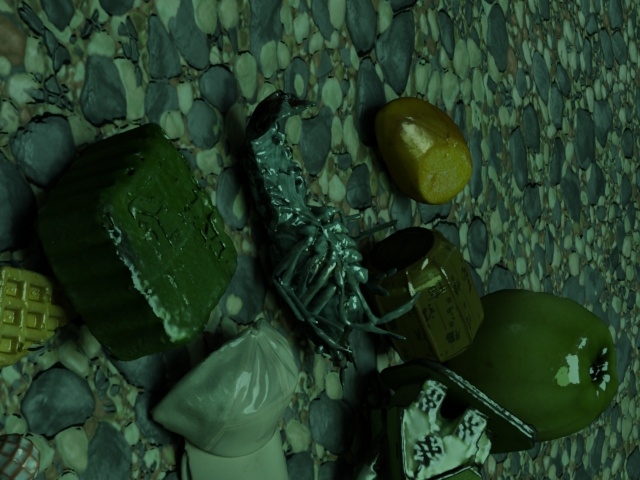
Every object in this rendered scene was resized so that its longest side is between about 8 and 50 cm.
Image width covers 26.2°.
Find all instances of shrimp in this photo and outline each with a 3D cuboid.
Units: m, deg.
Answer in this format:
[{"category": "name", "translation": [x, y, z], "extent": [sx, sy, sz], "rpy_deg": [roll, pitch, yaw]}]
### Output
[{"category": "shrimp", "translation": [-0.002, 0.003, 1.779], "extent": [0.410, 0.166, 0.221], "rpy_deg": [62, 39, -15]}]

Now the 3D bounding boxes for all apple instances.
[{"category": "apple", "translation": [0.339, 0.205, 2.246], "extent": [0.279, 0.279, 0.279], "rpy_deg": [11, 77, -59]}]

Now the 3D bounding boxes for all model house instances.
[{"category": "model house", "translation": [0.136, 0.341, 1.945], "extent": [0.218, 0.205, 0.279], "rpy_deg": [35, 70, -9]}]

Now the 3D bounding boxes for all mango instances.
[{"category": "mango", "translation": [0.146, -0.142, 2.093], "extent": [0.217, 0.102, 0.141], "rpy_deg": [36, 80, -49]}]

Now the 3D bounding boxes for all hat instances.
[{"category": "hat", "translation": [-0.076, 0.222, 1.636], "extent": [0.226, 0.164, 0.219], "rpy_deg": [59, 36, -4]}]

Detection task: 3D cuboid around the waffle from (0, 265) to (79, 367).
[{"category": "waffle", "translation": [-0.278, 0.094, 1.406], "extent": [0.191, 0.032, 0.125], "rpy_deg": [21, 69, -58]}]

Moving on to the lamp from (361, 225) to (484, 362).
[{"category": "lamp", "translation": [0.149, 0.083, 2.017], "extent": [0.185, 0.161, 0.161], "rpy_deg": [62, 38, -31]}]

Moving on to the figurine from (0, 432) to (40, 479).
[{"category": "figurine", "translation": [-0.298, 0.298, 1.225], "extent": [0.370, 0.167, 0.281], "rpy_deg": [34, 53, -43]}]

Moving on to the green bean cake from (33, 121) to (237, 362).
[{"category": "green bean cake", "translation": [-0.192, 0.001, 1.450], "extent": [0.200, 0.113, 0.214], "rpy_deg": [61, 27, -20]}]
